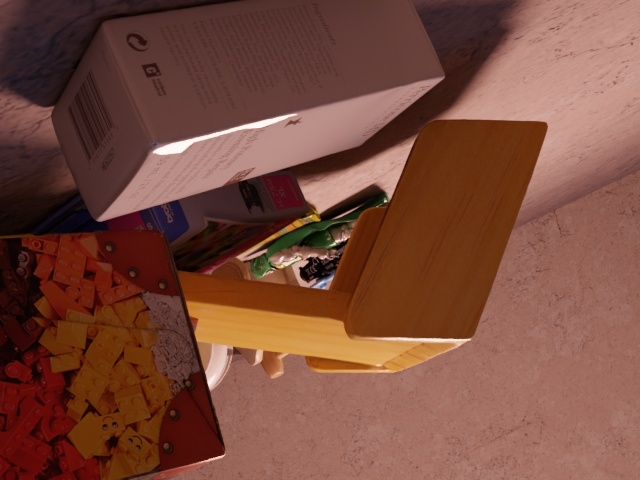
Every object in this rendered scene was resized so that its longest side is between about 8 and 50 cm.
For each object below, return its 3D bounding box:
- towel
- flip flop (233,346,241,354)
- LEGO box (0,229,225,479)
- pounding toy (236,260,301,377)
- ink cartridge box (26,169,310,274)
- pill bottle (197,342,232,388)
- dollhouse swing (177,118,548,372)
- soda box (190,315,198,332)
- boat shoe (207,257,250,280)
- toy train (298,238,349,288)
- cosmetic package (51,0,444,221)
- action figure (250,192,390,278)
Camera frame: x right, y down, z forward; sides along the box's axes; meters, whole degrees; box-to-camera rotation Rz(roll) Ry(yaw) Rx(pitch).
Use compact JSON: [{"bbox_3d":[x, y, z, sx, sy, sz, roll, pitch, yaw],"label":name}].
[{"bbox_3d":[-0.111,0.013,1.311,0.237,0.021,0.102,-26,171,6],"label":"towel"},{"bbox_3d":[-0.188,0.196,1.995,0.277,0.112,0.080,-33,-166,33],"label":"flip flop"},{"bbox_3d":[-0.376,0.179,0.781,0.372,0.193,0.500,-5,160,-41],"label":"LEGO box"},{"bbox_3d":[-0.081,0.106,1.610,0.155,0.154,0.269,-21,152,-28],"label":"pounding toy"},{"bbox_3d":[-0.164,0.000,0.950,0.186,0.065,0.311,-30,169,28],"label":"ink cartridge box"},{"bbox_3d":[-0.210,0.154,1.371,0.162,0.162,0.278,-25,175,-5],"label":"pill bottle"},{"bbox_3d":[0.005,-0.006,1.024,0.347,0.305,0.315,117,-5,-76],"label":"dollhouse swing"},{"bbox_3d":[-0.173,0.103,0.923,0.058,0.063,0.183,19,165,-18],"label":"soda box"},{"bbox_3d":[-0.209,0.084,1.172,0.285,0.104,0.089,-21,173,-24],"label":"boat shoe"},{"bbox_3d":[0.035,0.020,1.598,0.105,0.080,0.184,-26,174,-37],"label":"toy train"},{"bbox_3d":[-0.043,-0.094,0.622,0.231,0.085,0.117,-18,170,-35],"label":"cosmetic package"},{"bbox_3d":[0.000,0.000,1.439,0.232,0.063,0.137,-23,175,10],"label":"action figure"}]
